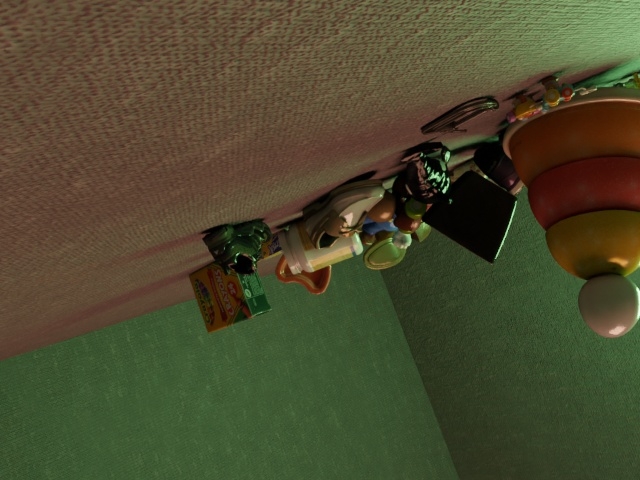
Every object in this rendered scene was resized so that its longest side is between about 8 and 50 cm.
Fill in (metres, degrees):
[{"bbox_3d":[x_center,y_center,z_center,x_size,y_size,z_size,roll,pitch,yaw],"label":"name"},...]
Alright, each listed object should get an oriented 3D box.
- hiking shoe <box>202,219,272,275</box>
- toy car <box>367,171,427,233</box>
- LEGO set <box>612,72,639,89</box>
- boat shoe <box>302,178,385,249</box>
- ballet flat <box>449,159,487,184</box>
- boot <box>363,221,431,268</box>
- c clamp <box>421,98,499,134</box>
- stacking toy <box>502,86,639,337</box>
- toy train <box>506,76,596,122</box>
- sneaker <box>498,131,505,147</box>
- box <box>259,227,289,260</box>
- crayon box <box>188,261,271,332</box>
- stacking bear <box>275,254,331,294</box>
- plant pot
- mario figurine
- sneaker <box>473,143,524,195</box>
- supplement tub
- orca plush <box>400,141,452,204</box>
[{"bbox_3d":[-0.172,0.023,1.628,0.086,0.114,0.227,-22,176,28],"label":"hiking shoe"},{"bbox_3d":[0.156,-0.102,1.797,0.188,0.149,0.155,5,163,-1],"label":"toy car"},{"bbox_3d":[0.756,-0.315,1.667,0.287,0.132,0.107,5,173,-19],"label":"LEGO set"},{"bbox_3d":[0.059,-0.058,1.699,0.113,0.103,0.302,-5,168,-27],"label":"boat shoe"},{"bbox_3d":[0.412,-0.179,2.145,0.077,0.091,0.241,3,166,-13],"label":"ballet flat"},{"bbox_3d":[0.218,-0.016,2.568,0.283,0.109,0.220,-37,-149,-17],"label":"boot"},{"bbox_3d":[0.248,-0.214,1.281,0.137,0.022,0.161,-13,174,-29],"label":"c clamp"},{"bbox_3d":[0.564,-0.037,1.508,0.351,0.480,0.350,1,163,0],"label":"stacking toy"},{"bbox_3d":[0.397,-0.255,1.312,0.125,0.046,0.166,-19,179,-33],"label":"toy train"},{"bbox_3d":[0.498,-0.234,1.764,0.083,0.087,0.221,-25,174,38],"label":"sneaker"},{"bbox_3d":[-0.126,0.011,2.134,0.059,0.054,0.169,-17,174,-46],"label":"box"},{"bbox_3d":[-0.300,0.168,2.296,0.081,0.202,0.318,-17,174,-40],"label":"crayon box"},{"bbox_3d":[-0.046,0.059,2.491,0.175,0.164,0.289,21,-173,-3],"label":"stacking bear"},{"bbox_3d":[0.368,-0.068,1.783,0.167,0.188,0.187,-59,178,6],"label":"plant pot"},{"bbox_3d":[0.213,-0.058,2.139,0.320,0.170,0.198,-22,174,41],"label":"mario figurine"},{"bbox_3d":[0.449,-0.213,1.874,0.107,0.124,0.283,-58,-174,18],"label":"sneaker"},{"bbox_3d":[0.000,0.000,1.976,0.200,0.144,0.144,-20,176,3],"label":"supplement tub"},{"bbox_3d":[0.255,-0.129,1.578,0.151,0.102,0.287,-43,161,-11],"label":"orca plush"}]
